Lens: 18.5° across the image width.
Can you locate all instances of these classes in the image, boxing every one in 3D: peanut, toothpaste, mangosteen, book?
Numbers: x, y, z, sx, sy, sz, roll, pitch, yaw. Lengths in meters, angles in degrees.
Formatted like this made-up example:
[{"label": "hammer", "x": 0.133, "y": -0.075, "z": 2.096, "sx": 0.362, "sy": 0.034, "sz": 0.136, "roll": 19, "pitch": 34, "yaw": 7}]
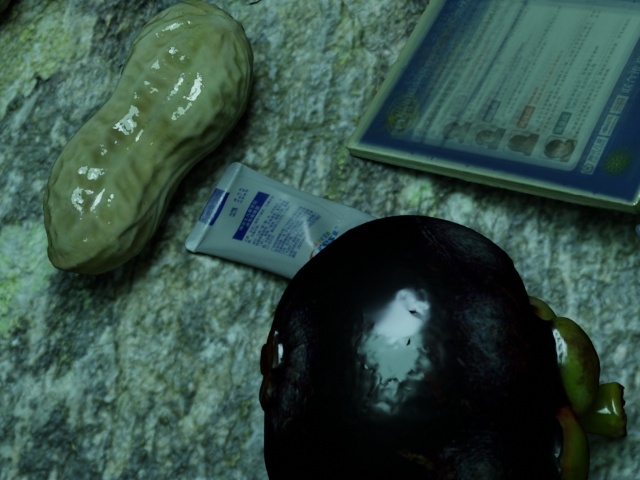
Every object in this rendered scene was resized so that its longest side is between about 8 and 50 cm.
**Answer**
[{"label": "peanut", "x": -0.158, "y": -0.094, "z": 1.818, "sx": 0.298, "sy": 0.120, "sz": 0.136, "roll": -58, "pitch": 23, "yaw": -15}, {"label": "toothpaste", "x": 0.000, "y": 0.000, "z": 1.759, "sx": 0.266, "sy": 0.061, "sz": 0.096, "roll": 17, "pitch": 70, "yaw": 34}, {"label": "mangosteen", "x": 0.104, "y": 0.119, "z": 1.554, "sx": 0.302, "sy": 0.275, "sz": 0.275, "roll": 10, "pitch": 60, "yaw": -13}, {"label": "book", "x": 0.195, "y": -0.145, "z": 1.742, "sx": 0.322, "sy": 0.018, "sz": 0.228, "roll": 15, "pitch": 67, "yaw": 41}]

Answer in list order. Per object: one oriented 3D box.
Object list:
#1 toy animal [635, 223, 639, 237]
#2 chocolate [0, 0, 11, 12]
[{"label": "toy animal", "x": 0.382, "y": -0.100, "z": 1.662, "sx": 0.367, "sy": 0.081, "sz": 0.206, "roll": -30, "pitch": 52, "yaw": -8}, {"label": "chocolate", "x": -0.383, "y": -0.320, "z": 2.047, "sx": 0.161, "sy": 0.083, "sz": 0.261, "roll": 3, "pitch": 59, "yaw": -3}]
